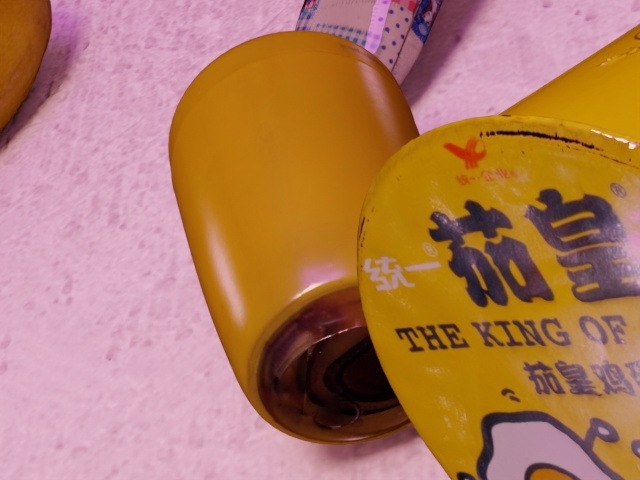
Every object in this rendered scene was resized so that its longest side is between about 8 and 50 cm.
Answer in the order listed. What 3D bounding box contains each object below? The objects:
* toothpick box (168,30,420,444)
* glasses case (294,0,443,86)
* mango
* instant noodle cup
[{"bbox_3d":[0.000,0.000,0.937,0.175,0.175,0.271,-25,40,7],"label":"toothpick box"},{"bbox_3d":[0.059,-0.241,1.201,0.125,0.076,0.328,-4,60,50],"label":"glasses case"},{"bbox_3d":[-0.381,-0.149,1.394,0.195,0.142,0.332,5,51,44],"label":"mango"},{"bbox_3d":[0.216,0.017,0.675,0.325,0.326,0.254,15,46,44],"label":"instant noodle cup"}]
